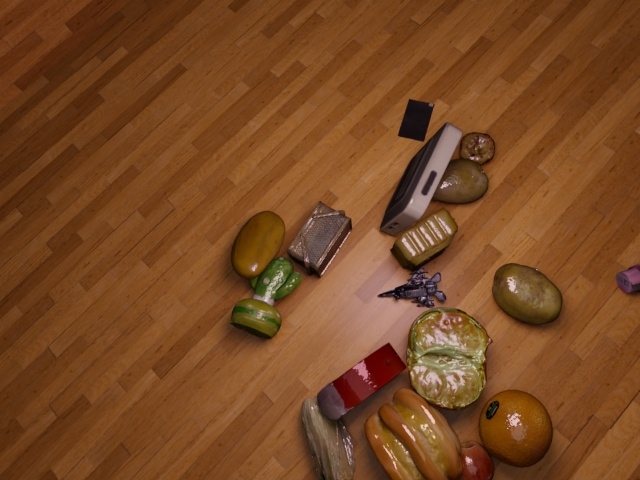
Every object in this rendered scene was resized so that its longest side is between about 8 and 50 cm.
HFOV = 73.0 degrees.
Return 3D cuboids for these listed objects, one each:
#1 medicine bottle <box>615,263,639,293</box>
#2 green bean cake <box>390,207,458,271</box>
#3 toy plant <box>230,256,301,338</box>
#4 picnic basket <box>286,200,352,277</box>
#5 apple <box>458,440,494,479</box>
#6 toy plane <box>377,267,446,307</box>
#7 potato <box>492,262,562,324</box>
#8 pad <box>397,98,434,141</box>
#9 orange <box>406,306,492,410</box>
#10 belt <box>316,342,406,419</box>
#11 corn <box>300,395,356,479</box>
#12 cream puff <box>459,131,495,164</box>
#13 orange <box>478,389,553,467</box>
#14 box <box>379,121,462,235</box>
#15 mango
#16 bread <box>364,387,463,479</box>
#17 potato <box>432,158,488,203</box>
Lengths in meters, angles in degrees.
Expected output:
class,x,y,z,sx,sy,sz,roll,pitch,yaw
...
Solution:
class,x,y,z,sx,sy,sz,roll,pitch,yaw
medicine bottle,1.156,0.124,1.519,0.188,0.119,0.094,-16,70,1
green bean cake,0.385,0.007,1.583,0.233,0.236,0.124,-33,75,-2
toy plant,-0.198,0.198,1.632,0.224,0.184,0.315,6,63,27
picnic basket,0.000,0.000,1.663,0.139,0.165,0.266,31,80,13
apple,0.488,0.728,1.405,0.147,0.146,0.130,-13,72,2
toy plane,0.333,0.189,1.609,0.247,0.078,0.169,-13,108,10
potato,0.727,0.189,1.533,0.229,0.148,0.197,14,89,12
pad,0.412,-0.517,1.856,0.116,0.004,0.193,16,77,11
orange,0.423,0.397,1.483,0.263,0.196,0.334,3,78,-8
belt,0.138,0.475,1.464,0.324,0.227,0.115,-29,70,-22
corn,0.023,0.683,1.475,0.122,0.123,0.305,-38,66,40
cream puff,0.627,-0.363,1.744,0.149,0.084,0.148,-3,74,10
orange,0.622,0.597,1.383,0.237,0.236,0.236,-2,73,6
box,0.351,-0.211,1.583,0.091,0.373,0.367,29,77,-2
mango,-0.247,0.014,1.657,0.195,0.142,0.331,-7,40,34
bread,0.290,0.644,1.359,0.270,0.211,0.315,-46,63,21
potato,0.520,-0.222,1.673,0.252,0.159,0.174,-13,51,-1
